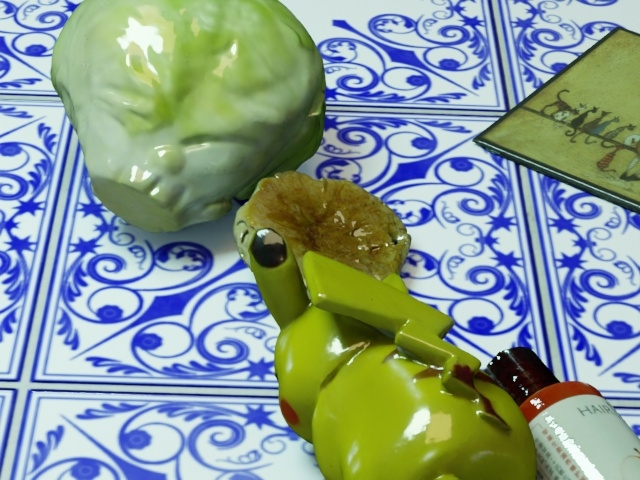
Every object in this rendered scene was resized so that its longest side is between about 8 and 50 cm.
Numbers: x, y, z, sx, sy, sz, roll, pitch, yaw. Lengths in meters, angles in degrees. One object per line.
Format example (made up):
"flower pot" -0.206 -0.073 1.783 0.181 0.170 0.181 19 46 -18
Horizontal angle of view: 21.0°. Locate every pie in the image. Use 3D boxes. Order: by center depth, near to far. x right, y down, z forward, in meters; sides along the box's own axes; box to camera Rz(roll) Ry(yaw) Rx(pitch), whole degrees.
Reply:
"pie" 0.000 0.000 1.726 0.195 0.046 0.195 16 39 -13

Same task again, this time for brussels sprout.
"brussels sprout" -0.147 -0.154 1.810 0.317 0.242 0.273 -36 83 -35

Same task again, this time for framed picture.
"framed picture" 0.373 -0.142 2.001 0.255 0.014 0.339 26 42 28

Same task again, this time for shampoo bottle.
"shampoo bottle" 0.223 0.193 1.462 0.104 0.104 0.278 -13 39 -20

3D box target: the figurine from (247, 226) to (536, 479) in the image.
"figurine" 0.051 0.126 1.471 0.218 0.169 0.327 28 9 -42
